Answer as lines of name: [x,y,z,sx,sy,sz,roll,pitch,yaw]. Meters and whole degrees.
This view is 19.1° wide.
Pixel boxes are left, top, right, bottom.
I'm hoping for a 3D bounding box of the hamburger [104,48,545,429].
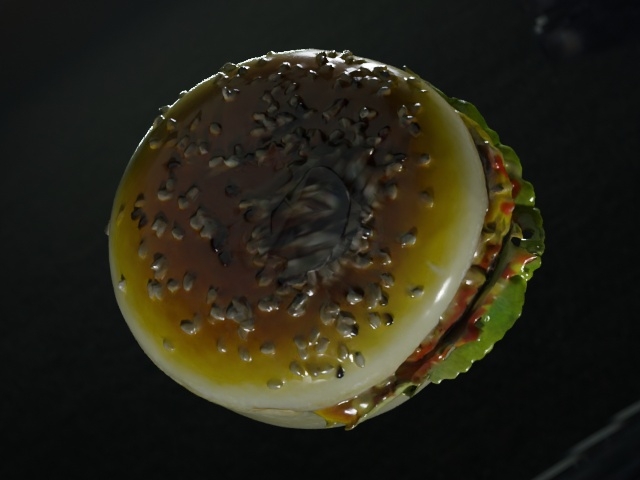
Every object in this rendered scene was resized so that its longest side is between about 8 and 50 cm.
hamburger: [0.000,0.000,0.606,0.141,0.081,0.126,32,-100,21]
